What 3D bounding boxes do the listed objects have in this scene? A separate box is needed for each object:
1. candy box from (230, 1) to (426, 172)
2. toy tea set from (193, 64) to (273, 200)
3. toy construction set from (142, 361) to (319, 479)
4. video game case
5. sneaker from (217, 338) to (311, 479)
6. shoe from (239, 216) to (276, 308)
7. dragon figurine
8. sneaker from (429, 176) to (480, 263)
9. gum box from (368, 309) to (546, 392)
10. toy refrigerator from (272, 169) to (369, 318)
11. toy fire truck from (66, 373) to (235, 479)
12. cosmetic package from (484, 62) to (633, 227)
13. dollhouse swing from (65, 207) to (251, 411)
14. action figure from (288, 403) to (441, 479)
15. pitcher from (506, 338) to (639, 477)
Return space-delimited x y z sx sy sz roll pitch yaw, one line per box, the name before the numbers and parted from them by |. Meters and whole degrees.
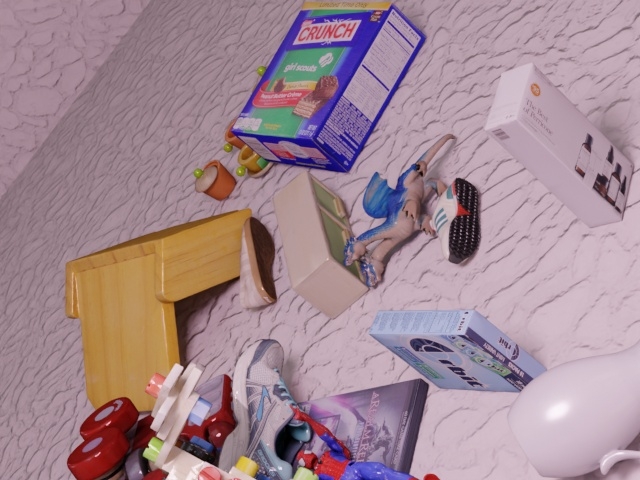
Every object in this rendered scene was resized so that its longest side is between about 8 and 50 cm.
candy box | 0.012 -0.301 2.337 0.268 0.122 0.317 12 67 50
toy tea set | -0.156 -0.239 2.509 0.200 0.124 0.336 4 61 54
toy construction set | -0.111 0.305 1.549 0.151 0.327 0.215 -45 -6 -16
video game case | 0.031 0.310 1.781 0.274 0.026 0.196 -19 43 44
sneaker | -0.066 0.270 1.857 0.122 0.110 0.283 -14 47 22
shoe | -0.125 0.040 2.222 0.058 0.076 0.219 -33 37 20
dragon figurine | 0.126 -0.065 1.988 0.144 0.085 0.289 -14 48 46
sneaker | 0.203 -0.018 1.880 0.075 0.057 0.161 -45 28 45
gum box | 0.180 0.147 1.622 0.184 0.157 0.041 -5 54 52
toy refrigerator | 0.000 0.000 2.073 0.094 0.102 0.269 -41 31 18
toy fire truck | -0.249 0.334 1.967 0.253 0.169 0.302 -30 14 6
cosmetic package | 0.325 -0.125 1.634 0.060 0.239 0.099 -17 45 45
dollhouse swing | -0.293 0.139 2.361 0.315 0.305 0.346 -22 6 -43
action figure | 0.030 0.305 1.638 0.280 0.139 0.091 3 59 57
pitcher | 0.335 0.208 1.406 0.207 0.125 0.178 -32 50 11
